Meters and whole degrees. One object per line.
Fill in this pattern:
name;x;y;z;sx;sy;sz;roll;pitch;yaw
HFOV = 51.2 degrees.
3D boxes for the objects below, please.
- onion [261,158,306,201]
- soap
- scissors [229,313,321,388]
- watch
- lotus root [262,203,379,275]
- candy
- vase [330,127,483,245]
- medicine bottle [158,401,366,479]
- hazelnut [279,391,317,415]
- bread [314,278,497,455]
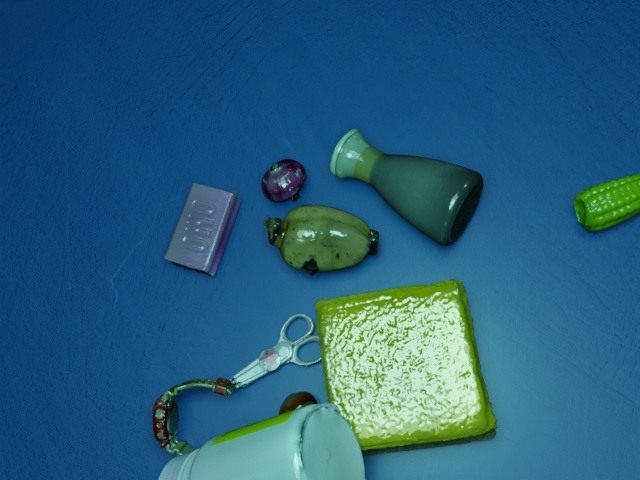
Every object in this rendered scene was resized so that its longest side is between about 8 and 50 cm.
onion;-0.082;-0.137;1.570;0.115;0.115;0.104;-39;115;-3
soap;-0.277;-0.027;1.583;0.122;0.065;0.203;14;76;14
scissors;-0.108;0.262;1.479;0.242;0.030;0.118;-31;71;-1
watch;-0.226;0.378;1.434;0.268;0.102;0.165;-12;92;6
lotus root;0.000;0.000;1.485;0.256;0.140;0.155;7;61;3
candy;0.643;-0.091;1.417;0.209;0.097;0.097;-21;70;-2
vase;0.182;-0.129;1.484;0.321;0.173;0.173;28;80;24
medicine bottle;-0.116;0.455;1.258;0.378;0.213;0.214;-26;68;29
hazelnut;-0.046;0.360;1.419;0.086;0.086;0.087;-3;73;10
bread;0.169;0.261;1.369;0.332;0.143;0.324;-9;73;7
